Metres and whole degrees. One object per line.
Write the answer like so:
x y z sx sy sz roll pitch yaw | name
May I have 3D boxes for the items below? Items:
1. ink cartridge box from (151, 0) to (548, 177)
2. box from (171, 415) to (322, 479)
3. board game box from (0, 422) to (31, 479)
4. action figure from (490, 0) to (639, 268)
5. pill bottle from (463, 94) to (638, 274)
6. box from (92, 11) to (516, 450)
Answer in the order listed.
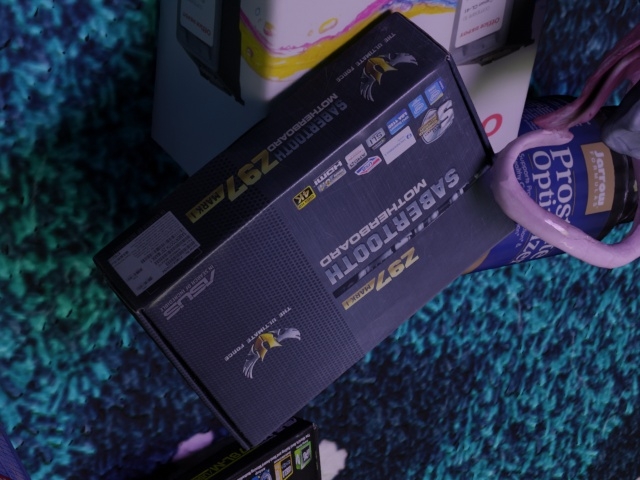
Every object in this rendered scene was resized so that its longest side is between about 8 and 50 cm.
0.029 -0.183 1.038 0.226 0.131 0.306 -19 134 -30 | ink cartridge box
-0.069 0.254 1.328 0.191 0.045 0.184 -27 119 -44 | box
-0.233 0.162 1.047 0.060 0.194 0.194 -49 142 3 | board game box
0.260 -0.162 1.126 0.248 0.370 0.276 32 121 -28 | action figure
0.151 -0.045 1.277 0.219 0.123 0.122 -11 130 -37 | pill bottle
0.000 0.000 1.027 0.233 0.059 0.183 -39 144 -7 | box
